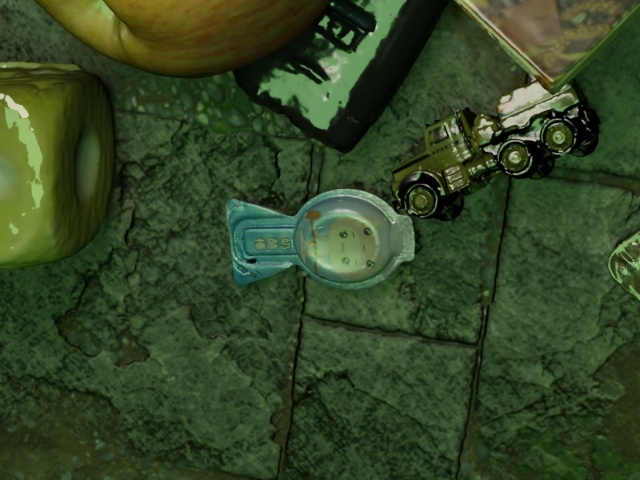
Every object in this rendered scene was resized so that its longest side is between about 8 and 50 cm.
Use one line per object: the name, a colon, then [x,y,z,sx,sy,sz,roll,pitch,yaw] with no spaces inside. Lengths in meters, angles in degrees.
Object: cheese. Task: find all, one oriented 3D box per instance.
cheese: [0.000,0.000,1.773,0.244,0.052,0.135,-1,106,12]

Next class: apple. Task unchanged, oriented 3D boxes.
apple: [-0.152,-0.358,1.480,0.391,0.391,0.346,45,70,-3]

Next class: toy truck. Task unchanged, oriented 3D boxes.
toy truck: [0.202,-0.115,1.666,0.257,0.127,0.127,-29,84,19]

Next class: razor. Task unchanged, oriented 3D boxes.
razor: [0.047,-0.276,1.651,0.189,0.107,0.327,36,105,2]

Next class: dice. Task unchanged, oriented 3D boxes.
dice: [-0.401,-0.102,1.730,0.233,0.238,0.227,5,106,11]

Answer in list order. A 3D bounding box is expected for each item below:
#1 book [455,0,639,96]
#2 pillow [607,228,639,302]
book: [0.212,-0.409,1.519,0.300,0.039,0.428,-45,76,5]
pillow: [0.462,0.068,1.706,0.130,0.033,0.217,-39,95,18]
